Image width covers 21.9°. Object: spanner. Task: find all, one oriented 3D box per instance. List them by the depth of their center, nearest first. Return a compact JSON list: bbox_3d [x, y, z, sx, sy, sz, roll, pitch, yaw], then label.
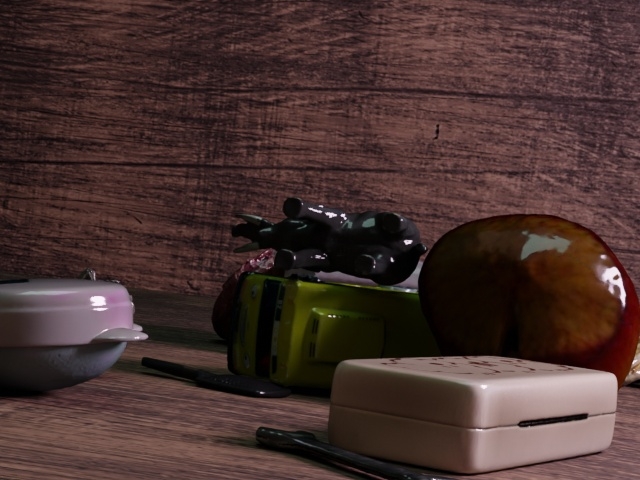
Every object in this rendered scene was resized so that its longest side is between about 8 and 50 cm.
[{"bbox_3d":[0.029,0.167,1.249,0.054,0.015,0.254,6,1,-33],"label":"spanner"}]

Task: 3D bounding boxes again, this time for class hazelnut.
[{"bbox_3d":[0.223,0.079,1.764,0.251,0.217,0.217,32,12,26],"label":"hazelnut"}]

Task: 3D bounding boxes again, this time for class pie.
[{"bbox_3d":[-0.085,0.078,2.403,0.049,0.182,0.182,48,18,22],"label":"pie"}]

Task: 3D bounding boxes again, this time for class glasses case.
[{"bbox_3d":[0.144,0.148,1.463,0.144,0.076,0.336,7,1,29],"label":"glasses case"}]

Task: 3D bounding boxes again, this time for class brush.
[{"bbox_3d":[-0.121,0.145,1.765,0.193,0.016,0.063,7,0,35],"label":"brush"}]

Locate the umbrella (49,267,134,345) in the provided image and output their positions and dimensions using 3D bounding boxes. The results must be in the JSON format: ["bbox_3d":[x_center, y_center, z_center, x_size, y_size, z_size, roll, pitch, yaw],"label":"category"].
[{"bbox_3d":[-0.367,0.090,1.777,0.358,0.106,0.113,-1,-13,26],"label":"umbrella"}]

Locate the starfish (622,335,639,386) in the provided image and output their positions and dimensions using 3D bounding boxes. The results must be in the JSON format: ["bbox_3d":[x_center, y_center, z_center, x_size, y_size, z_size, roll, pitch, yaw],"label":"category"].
[{"bbox_3d":[0.494,0.185,2.434,0.432,0.082,0.324,9,-5,-36],"label":"starfish"}]

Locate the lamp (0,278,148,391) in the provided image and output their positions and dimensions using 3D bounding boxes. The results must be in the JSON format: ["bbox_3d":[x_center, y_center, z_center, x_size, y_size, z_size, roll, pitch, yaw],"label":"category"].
[{"bbox_3d":[-0.284,0.083,1.510,0.246,0.108,0.179,5,-4,-9],"label":"lamp"}]

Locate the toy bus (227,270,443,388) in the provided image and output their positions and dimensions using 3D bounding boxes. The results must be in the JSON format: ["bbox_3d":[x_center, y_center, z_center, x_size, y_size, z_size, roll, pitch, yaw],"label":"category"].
[{"bbox_3d":[0.040,0.108,1.867,0.262,0.128,0.150,7,0,-28],"label":"toy bus"}]

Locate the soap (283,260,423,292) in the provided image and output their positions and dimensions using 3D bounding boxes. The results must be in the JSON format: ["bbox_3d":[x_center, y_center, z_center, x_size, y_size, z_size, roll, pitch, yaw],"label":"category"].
[{"bbox_3d":[0.088,0.101,2.248,0.302,0.159,0.258,8,-2,5],"label":"soap"}]

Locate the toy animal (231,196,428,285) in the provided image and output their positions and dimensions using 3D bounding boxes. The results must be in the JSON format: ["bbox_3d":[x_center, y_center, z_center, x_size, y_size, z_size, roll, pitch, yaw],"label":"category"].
[{"bbox_3d":[-0.006,-0.001,1.821,0.269,0.082,0.137,6,-4,24],"label":"toy animal"}]
